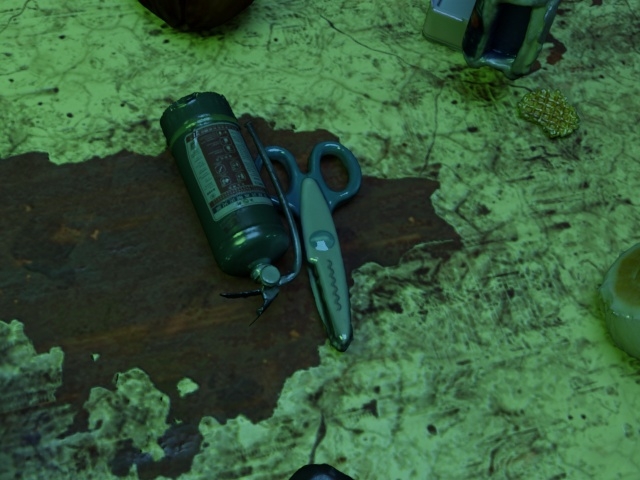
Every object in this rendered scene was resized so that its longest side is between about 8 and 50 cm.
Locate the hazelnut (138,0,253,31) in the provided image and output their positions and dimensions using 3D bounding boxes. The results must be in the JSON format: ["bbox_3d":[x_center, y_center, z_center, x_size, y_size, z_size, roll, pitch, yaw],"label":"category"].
[{"bbox_3d":[-0.170,-0.367,1.282,0.204,0.178,0.178,20,59,9],"label":"hazelnut"}]

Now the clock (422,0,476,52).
[{"bbox_3d":[0.240,-0.353,1.381,0.146,0.071,0.192,22,60,3],"label":"clock"}]

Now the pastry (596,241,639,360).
[{"bbox_3d":[0.403,0.065,1.127,0.088,0.165,0.166,49,57,-25],"label":"pastry"}]

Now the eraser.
[{"bbox_3d":[0.276,-0.376,1.268,0.101,0.155,0.332,18,59,3],"label":"eraser"}]

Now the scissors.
[{"bbox_3d":[0.000,0.000,1.157,0.138,0.041,0.289,-4,61,-13],"label":"scissors"}]

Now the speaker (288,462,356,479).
[{"bbox_3d":[-0.047,0.374,0.862,0.184,0.180,0.388,41,62,9],"label":"speaker"}]

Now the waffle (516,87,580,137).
[{"bbox_3d":[0.314,-0.174,1.322,0.078,0.016,0.085,-31,70,-23],"label":"waffle"}]

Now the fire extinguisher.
[{"bbox_3d":[-0.099,-0.038,1.133,0.118,0.093,0.294,-16,64,-20],"label":"fire extinguisher"}]
